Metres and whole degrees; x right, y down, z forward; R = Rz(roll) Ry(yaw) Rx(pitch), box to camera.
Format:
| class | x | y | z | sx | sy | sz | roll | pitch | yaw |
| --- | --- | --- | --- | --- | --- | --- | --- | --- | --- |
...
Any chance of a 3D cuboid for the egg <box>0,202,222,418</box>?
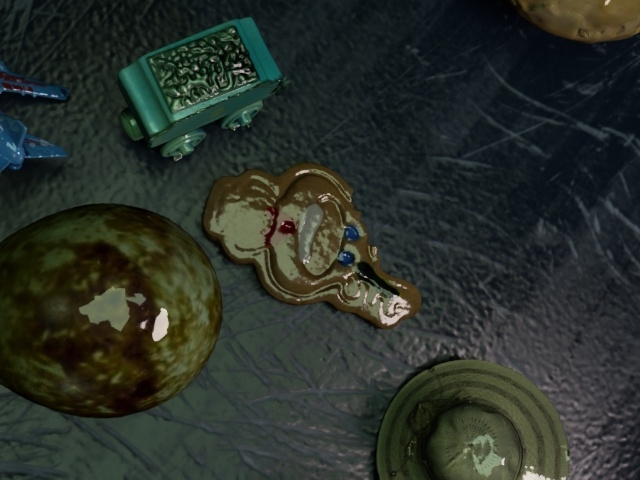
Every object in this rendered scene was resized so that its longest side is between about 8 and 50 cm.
| class | x | y | z | sx | sy | sz | roll | pitch | yaw |
| --- | --- | --- | --- | --- | --- | --- | --- | --- | --- |
| egg | -0.254 | 0.078 | 0.863 | 0.289 | 0.238 | 0.238 | -2 | 83 | -6 |

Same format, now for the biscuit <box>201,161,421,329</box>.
| class | x | y | z | sx | sy | sz | roll | pitch | yaw |
| --- | --- | --- | --- | --- | --- | --- | --- | --- | --- |
| biscuit | -0.002 | 0.009 | 1.034 | 0.319 | 0.047 | 0.183 | 42 | 79 | -7 |

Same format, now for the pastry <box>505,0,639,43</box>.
| class | x | y | z | sx | sy | sz | roll | pitch | yaw |
| --- | --- | --- | --- | --- | --- | --- | --- | --- | --- |
| pastry | 0.369 | -0.471 | 1.078 | 0.409 | 0.245 | 0.410 | 1 | 84 | -11 |

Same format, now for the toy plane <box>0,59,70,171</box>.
| class | x | y | z | sx | sy | sz | roll | pitch | yaw |
| --- | --- | --- | --- | --- | --- | --- | --- | --- | --- |
| toy plane | -0.430 | -0.173 | 0.906 | 0.271 | 0.105 | 0.254 | 40 | 38 | 11 |

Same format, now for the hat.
| class | x | y | z | sx | sy | sz | roll | pitch | yaw |
| --- | --- | --- | --- | --- | --- | --- | --- | --- | --- |
| hat | 0.184 | 0.260 | 0.957 | 0.252 | 0.110 | 0.252 | -4 | 68 | 11 |

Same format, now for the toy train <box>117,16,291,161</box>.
| class | x | y | z | sx | sy | sz | roll | pitch | yaw |
| --- | --- | --- | --- | --- | --- | --- | --- | --- | --- |
| toy train | -0.150 | -0.187 | 0.961 | 0.203 | 0.163 | 0.112 | -30 | 89 | -15 |
